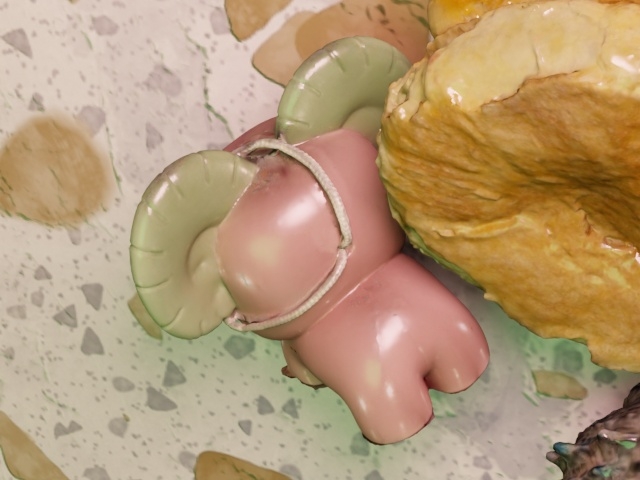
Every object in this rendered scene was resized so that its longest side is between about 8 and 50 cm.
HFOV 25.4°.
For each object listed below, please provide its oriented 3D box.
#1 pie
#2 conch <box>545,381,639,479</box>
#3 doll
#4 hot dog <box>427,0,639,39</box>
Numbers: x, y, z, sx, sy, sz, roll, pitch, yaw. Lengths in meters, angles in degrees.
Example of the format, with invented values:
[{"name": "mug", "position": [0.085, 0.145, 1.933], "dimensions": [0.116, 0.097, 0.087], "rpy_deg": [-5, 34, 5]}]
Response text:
[{"name": "pie", "position": [0.193, -0.029, 0.966], "dimensions": [0.339, 0.083, 0.339], "rpy_deg": [21, 145, 16]}, {"name": "conch", "position": [0.320, 0.201, 1.126], "dimensions": [0.313, 0.186, 0.241], "rpy_deg": [-24, 133, 15]}, {"name": "doll", "position": [0.000, 0.000, 1.122], "dimensions": [0.216, 0.284, 0.268], "rpy_deg": [34, 159, 45]}, {"name": "hot dog", "position": [0.209, -0.186, 0.964], "dimensions": [0.256, 0.153, 0.150], "rpy_deg": [-2, 145, 40]}]
